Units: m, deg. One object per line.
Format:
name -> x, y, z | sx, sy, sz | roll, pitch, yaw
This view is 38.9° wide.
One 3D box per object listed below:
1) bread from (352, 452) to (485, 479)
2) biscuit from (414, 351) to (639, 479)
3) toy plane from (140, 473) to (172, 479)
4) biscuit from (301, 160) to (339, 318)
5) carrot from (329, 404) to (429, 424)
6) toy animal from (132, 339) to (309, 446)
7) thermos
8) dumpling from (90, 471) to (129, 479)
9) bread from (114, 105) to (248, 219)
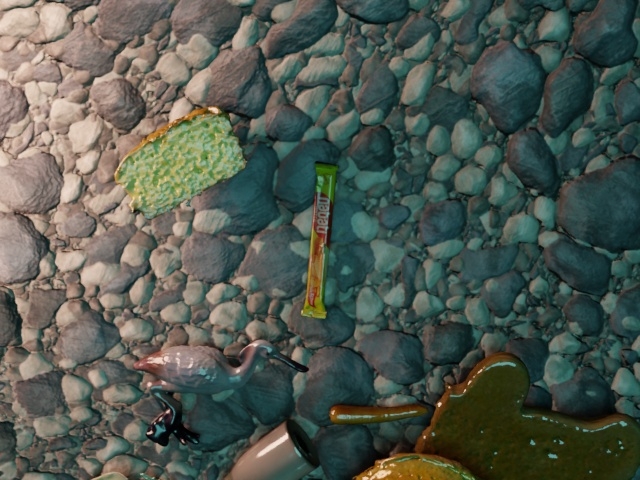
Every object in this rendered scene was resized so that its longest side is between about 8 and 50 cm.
bread -> 0.184, 0.566, 1.639 | 0.358, 0.204, 0.337 | 41, 122, -14
biscuit -> 0.385, 0.398, 1.704 | 0.394, 0.076, 0.368 | 19, 109, -2
toy plane -> -0.316, 0.477, 1.734 | 0.083, 0.033, 0.080 | -16, 109, 1
biscuit -> 0.000, 0.000, 1.674 | 0.048, 0.026, 0.291 | 7, 98, 18
carrot -> 0.111, 0.329, 1.722 | 0.190, 0.037, 0.037 | -1, 98, -5
toy animal -> -0.207, 0.246, 1.674 | 0.324, 0.090, 0.195 | -36, 104, 13
thermos -> -0.099, 0.442, 1.707 | 0.193, 0.105, 0.137 | -37, 128, 8
dumpling -> -0.407, 0.543, 1.709 | 0.167, 0.126, 0.215 | 2, 118, 26
bread -> -0.240, -0.138, 1.592 | 0.229, 0.139, 0.143 | -27, 100, 4
